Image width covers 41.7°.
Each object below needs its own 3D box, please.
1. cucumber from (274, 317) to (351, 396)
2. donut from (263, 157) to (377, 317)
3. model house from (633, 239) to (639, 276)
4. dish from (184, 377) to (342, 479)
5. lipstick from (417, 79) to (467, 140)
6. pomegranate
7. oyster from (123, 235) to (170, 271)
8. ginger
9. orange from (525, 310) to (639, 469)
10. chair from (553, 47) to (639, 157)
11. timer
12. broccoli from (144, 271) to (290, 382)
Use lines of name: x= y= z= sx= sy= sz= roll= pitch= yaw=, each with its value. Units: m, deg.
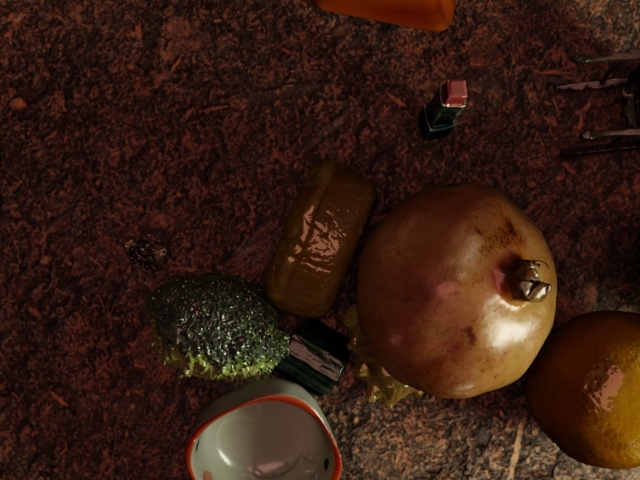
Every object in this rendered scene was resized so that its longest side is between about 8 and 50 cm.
cucumber: x=-0.016 y=0.198 z=1.446 sx=0.115 sy=0.062 sz=0.116 roll=32 pitch=90 yaw=-1
donut: x=0.000 y=0.000 z=1.382 sx=0.128 sy=0.208 sz=0.261 roll=22 pitch=93 yaw=2
model house: x=0.624 y=0.095 z=1.326 sx=0.297 sy=0.317 sz=0.283 roll=-19 pitch=107 yaw=-5
dish: x=-0.095 y=0.333 z=1.391 sx=0.256 sy=0.117 sz=0.256 roll=-2 pitch=113 yaw=-5
lipstick: x=0.198 y=-0.211 z=1.332 sx=0.051 sy=0.312 sz=0.051 roll=-10 pitch=87 yaw=0
pomegranate: x=0.221 y=0.072 z=1.305 sx=0.338 sy=0.338 sz=0.338 roll=0 pitch=87 yaw=1
oyster: x=-0.309 y=0.021 z=1.480 sx=0.083 sy=0.019 sz=0.054 roll=25 pitch=89 yaw=2
ginger: x=0.103 y=0.206 z=1.433 sx=0.205 sy=0.081 sz=0.115 roll=43 pitch=101 yaw=-3
orange: x=0.467 y=0.233 z=1.341 sx=0.264 sy=0.264 sz=0.264 roll=0 pitch=87 yaw=1
chair: x=0.567 y=-0.227 z=1.392 sx=0.319 sy=0.186 sz=0.160 roll=-4 pitch=82 yaw=3
timer: x=0.118 y=-0.519 z=1.456 sx=0.250 sy=0.161 sz=0.258 roll=11 pitch=88 yaw=17
broccoli: x=-0.172 y=0.143 z=1.399 sx=0.226 sy=0.176 sz=0.198 roll=33 pitch=47 yaw=-24
